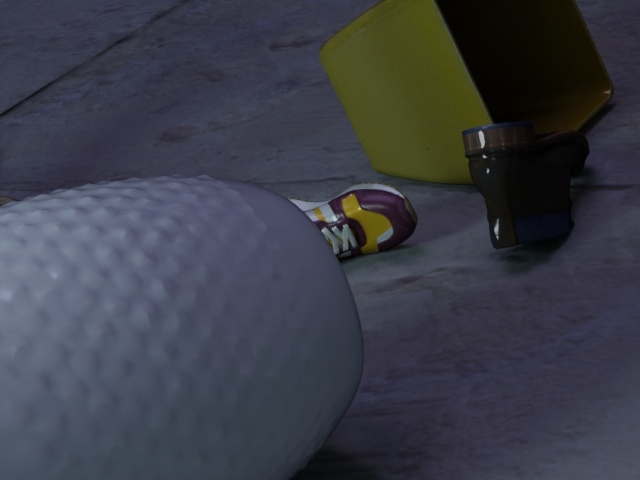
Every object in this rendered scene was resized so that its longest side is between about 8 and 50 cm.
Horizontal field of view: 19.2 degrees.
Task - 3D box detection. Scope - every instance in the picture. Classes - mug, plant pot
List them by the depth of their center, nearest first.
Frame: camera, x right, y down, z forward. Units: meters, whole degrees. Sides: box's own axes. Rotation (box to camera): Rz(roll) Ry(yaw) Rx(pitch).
[{"bbox_3d":[-0.167,0.110,1.345,0.328,0.276,0.374,-22,-9,-27],"label":"mug"},{"bbox_3d":[0.128,-0.174,1.860,0.187,0.212,0.212,-14,19,41],"label":"plant pot"}]

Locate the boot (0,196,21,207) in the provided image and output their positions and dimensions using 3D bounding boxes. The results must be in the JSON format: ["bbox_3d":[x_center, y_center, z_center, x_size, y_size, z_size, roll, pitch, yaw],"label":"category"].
[{"bbox_3d":[-0.341,0.030,1.864,0.165,0.077,0.213,-35,28,-32],"label":"boot"}]

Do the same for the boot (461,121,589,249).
[{"bbox_3d":[0.186,-0.043,1.678,0.082,0.106,0.219,-9,-5,28],"label":"boot"}]

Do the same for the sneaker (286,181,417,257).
[{"bbox_3d":[0.000,0.000,1.712,0.185,0.069,0.084,-8,31,35],"label":"sneaker"}]
